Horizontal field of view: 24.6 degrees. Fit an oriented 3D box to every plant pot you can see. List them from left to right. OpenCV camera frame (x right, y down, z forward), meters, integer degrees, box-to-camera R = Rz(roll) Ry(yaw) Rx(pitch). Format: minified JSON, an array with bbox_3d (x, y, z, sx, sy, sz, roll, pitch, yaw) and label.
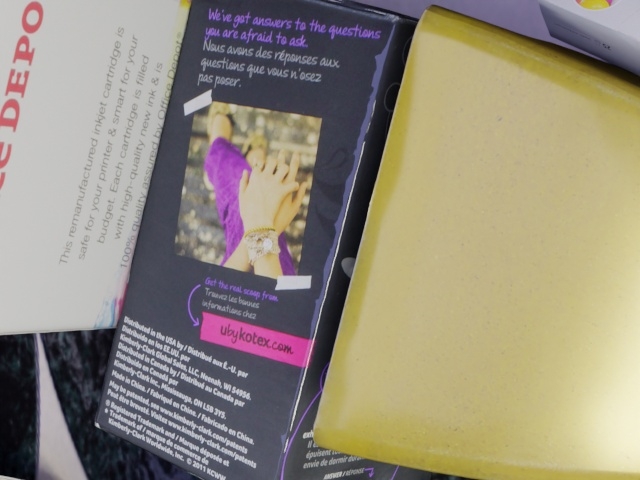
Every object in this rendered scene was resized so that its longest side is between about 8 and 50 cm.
[{"bbox_3d":[0.145,0.018,0.724,0.187,0.212,0.212,18,99,23],"label":"plant pot"}]

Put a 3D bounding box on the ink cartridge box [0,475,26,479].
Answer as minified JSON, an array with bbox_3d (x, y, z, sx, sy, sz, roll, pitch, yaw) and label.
[{"bbox_3d":[-0.330,0.275,1.079,0.283,0.117,0.207,-5,72,36],"label":"ink cartridge box"}]

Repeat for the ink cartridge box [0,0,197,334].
[{"bbox_3d":[-0.138,-0.071,0.857,0.131,0.306,0.226,22,101,34],"label":"ink cartridge box"}]

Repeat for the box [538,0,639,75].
[{"bbox_3d":[0.219,-0.151,0.712,0.145,0.038,0.186,31,75,33],"label":"box"}]

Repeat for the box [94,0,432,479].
[{"bbox_3d":[0.000,0.000,0.841,0.143,0.165,0.270,21,100,35],"label":"box"}]
